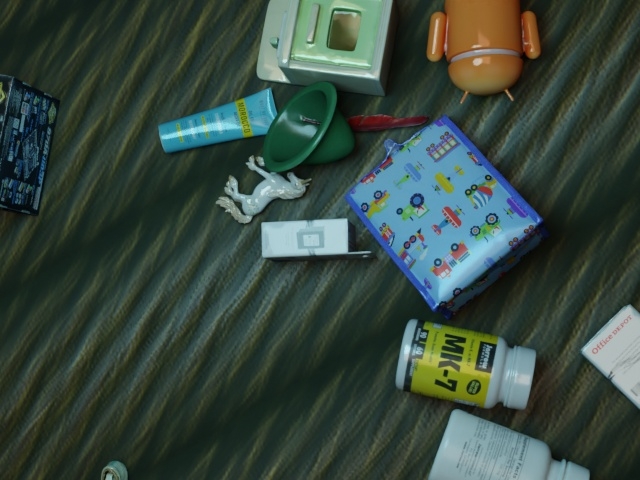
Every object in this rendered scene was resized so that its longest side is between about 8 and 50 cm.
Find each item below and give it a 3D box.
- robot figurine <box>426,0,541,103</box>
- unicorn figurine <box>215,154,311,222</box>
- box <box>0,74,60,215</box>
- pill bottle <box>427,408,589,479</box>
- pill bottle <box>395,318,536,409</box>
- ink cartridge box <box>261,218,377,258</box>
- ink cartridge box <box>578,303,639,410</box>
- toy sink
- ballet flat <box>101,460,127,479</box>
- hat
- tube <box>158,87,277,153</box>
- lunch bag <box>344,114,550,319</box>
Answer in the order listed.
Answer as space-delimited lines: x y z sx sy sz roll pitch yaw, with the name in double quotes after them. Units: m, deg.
0.266 -0.333 1.655 0.128 0.158 0.219 -9 82 50 "robot figurine"
-0.094 -0.092 1.734 0.162 0.060 0.111 -45 80 20 "unicorn figurine"
-0.530 -0.161 1.747 0.051 0.175 0.220 9 87 13 "box"
0.296 0.365 1.588 0.229 0.131 0.131 20 89 10 "pill bottle"
0.233 0.202 1.620 0.209 0.119 0.119 10 87 10 "pill bottle"
0.000 0.000 1.682 0.180 0.104 0.060 -3 84 9 "ink cartridge box"
0.503 0.190 1.603 0.109 0.063 0.150 -46 80 3 "ink cartridge box"
0.003 -0.343 1.696 0.234 0.131 0.152 10 86 10 "toy sink"
-0.362 0.464 1.729 0.057 0.052 0.168 -2 85 9 "ballet flat"
0.035 -0.155 1.708 0.208 0.183 0.173 -19 49 46 "hat"
-0.176 -0.202 1.761 0.207 0.052 0.080 -15 93 1 "tube"
0.192 -0.056 1.654 0.221 0.138 0.293 -40 71 7 "lunch bag"
